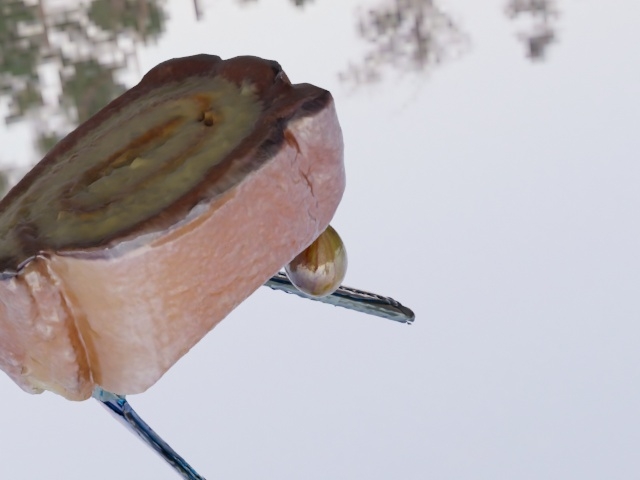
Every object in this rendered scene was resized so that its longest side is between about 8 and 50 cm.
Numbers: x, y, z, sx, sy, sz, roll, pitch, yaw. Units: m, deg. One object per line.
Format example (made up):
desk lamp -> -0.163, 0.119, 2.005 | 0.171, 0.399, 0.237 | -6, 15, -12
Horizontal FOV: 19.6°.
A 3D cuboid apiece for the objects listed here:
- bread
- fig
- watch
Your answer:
bread -> -0.113, -0.005, 1.140 | 0.244, 0.123, 0.190 | -38, -146, -23
fig -> 0.000, 0.000, 1.351 | 0.050, 0.083, 0.050 | 11, -156, -5
watch -> -0.068, 0.091, 1.674 | 0.068, 0.274, 0.276 | 8, -121, 56
